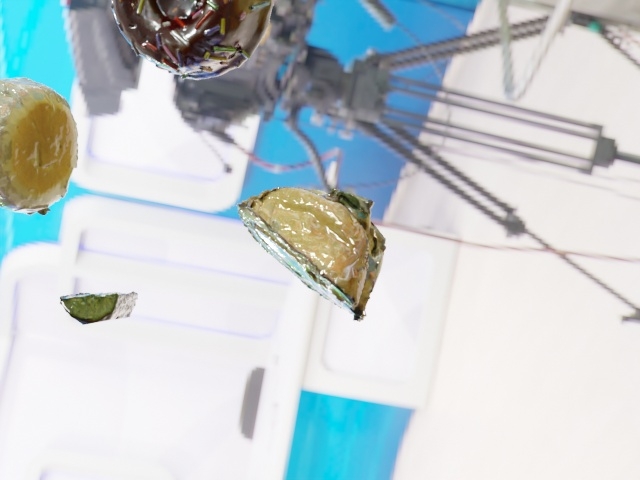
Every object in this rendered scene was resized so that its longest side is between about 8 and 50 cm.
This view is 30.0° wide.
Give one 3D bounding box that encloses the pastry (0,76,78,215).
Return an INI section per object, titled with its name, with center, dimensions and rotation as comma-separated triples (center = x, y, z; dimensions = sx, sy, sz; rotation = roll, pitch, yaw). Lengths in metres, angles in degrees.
[pastry]
center = -0.344, -0.110, 1.376
dimensions = 0.166, 0.088, 0.166
rotation = -29, -55, -51

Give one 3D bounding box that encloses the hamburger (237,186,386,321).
[hamburger]
center = 0.008, -0.001, 1.217
dimensions = 0.102, 0.176, 0.087
rotation = -42, -25, -22

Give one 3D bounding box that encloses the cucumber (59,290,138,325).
[cucumber]
center = -0.277, 0.085, 1.559
dimensions = 0.220, 0.070, 0.046
rotation = 18, -117, -87

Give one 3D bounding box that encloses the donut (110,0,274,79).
[donut]
center = -0.176, -0.316, 1.544
dimensions = 0.096, 0.230, 0.216
rotation = -19, -69, -65
